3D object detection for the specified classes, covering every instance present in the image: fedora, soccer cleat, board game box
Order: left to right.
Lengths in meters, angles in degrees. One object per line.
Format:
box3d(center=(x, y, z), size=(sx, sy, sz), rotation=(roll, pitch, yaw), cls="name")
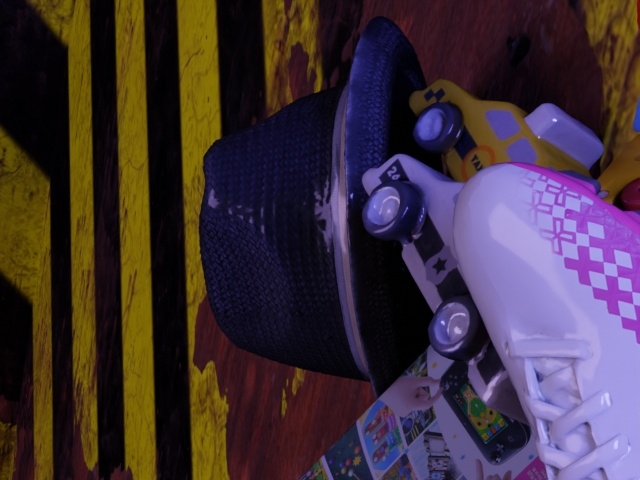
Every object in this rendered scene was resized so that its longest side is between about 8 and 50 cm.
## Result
box3d(center=(0.000, 0.000, 1.304), size=(0.334, 0.152, 0.334), rotation=(-3, -90, -78), cls="fedora")
box3d(center=(0.065, 0.217, 1.123), size=(0.303, 0.097, 0.224), rotation=(-47, 33, 9), cls="board game box")
box3d(center=(0.154, 0.111, 0.843), size=(0.331, 0.143, 0.116), rotation=(51, 151, 8), cls="soccer cleat")

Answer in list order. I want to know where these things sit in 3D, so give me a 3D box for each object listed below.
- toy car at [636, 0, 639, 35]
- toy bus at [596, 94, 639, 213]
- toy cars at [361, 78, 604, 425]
box3d(center=(0.254, -0.158, 0.929), size=(0.225, 0.053, 0.239), rotation=(-114, 32, -52), cls="toy car")
box3d(center=(0.234, -0.005, 0.883), size=(0.104, 0.202, 0.191), rotation=(-45, -10, -39), cls="toy bus")
box3d(center=(0.121, -0.017, 1.091), size=(0.087, 0.176, 0.394), rotation=(-46, 5, 19), cls="toy cars")
